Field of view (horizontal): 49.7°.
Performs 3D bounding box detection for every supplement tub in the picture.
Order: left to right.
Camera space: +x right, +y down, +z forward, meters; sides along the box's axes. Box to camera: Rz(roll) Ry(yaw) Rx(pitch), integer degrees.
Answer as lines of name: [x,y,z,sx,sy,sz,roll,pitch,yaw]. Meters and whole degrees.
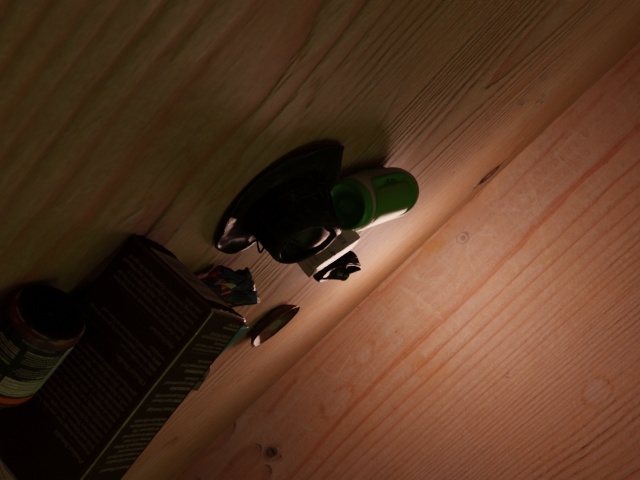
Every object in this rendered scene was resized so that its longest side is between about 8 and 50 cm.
supplement tub: [-0.419,0.158,0.958,0.198,0.106,0.106,-46,166,23]

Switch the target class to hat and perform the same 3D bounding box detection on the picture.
hat: [-0.036,-0.042,1.330,0.331,0.134,0.331,-39,166,-12]

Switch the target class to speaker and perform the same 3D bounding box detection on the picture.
speaker: [0.125,-0.100,1.611,0.131,0.131,0.296,-48,165,29]

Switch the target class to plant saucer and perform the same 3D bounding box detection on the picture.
plant saucer: [-0.152,0.264,2.208,0.198,0.036,0.199,-38,167,-10]

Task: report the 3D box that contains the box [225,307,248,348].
box: [-0.291,0.247,1.619,0.244,0.100,0.060,-44,165,13]

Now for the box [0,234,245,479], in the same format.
box: [-0.313,0.205,1.056,0.381,0.191,0.143,-50,159,-1]

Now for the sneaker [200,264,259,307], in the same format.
sneaker: [-0.218,0.094,1.401,0.083,0.087,0.221,-12,171,35]

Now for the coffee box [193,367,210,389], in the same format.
coffee box: [-0.267,0.204,1.340,0.098,0.141,0.246,8,158,-12]

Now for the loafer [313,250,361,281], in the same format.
loafer: [0.058,0.089,2.138,0.076,0.078,0.223,-50,164,32]

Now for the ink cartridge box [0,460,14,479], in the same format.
ink cartridge box: [-0.561,0.451,1.373,0.207,0.117,0.283,-43,161,32]

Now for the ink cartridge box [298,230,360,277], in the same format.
ink cartridge box: [0.000,0.000,1.615,0.150,0.109,0.063,-33,168,-31]
